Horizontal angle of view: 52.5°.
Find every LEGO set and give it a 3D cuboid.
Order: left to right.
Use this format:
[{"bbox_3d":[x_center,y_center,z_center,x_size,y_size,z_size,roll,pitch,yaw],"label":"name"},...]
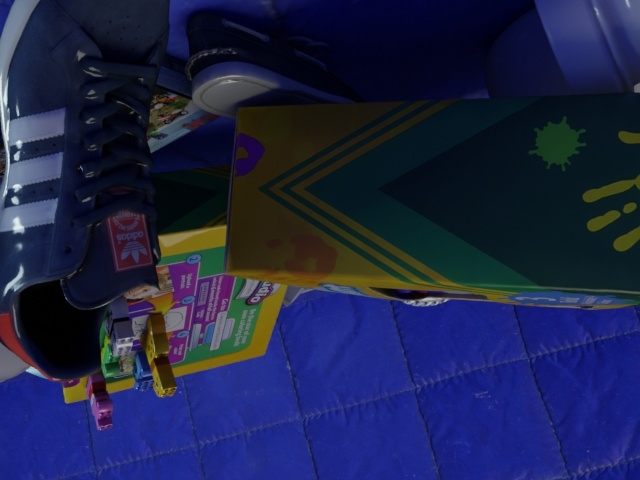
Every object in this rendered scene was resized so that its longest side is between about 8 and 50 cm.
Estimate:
[{"bbox_3d":[-0.233,0.171,0.829,0.087,0.093,0.227,-6,143,-31],"label":"LEGO set"}]

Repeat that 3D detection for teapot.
[{"bbox_3d":[0.323,-0.169,0.757,0.253,0.186,0.256,-21,169,34],"label":"teapot"}]

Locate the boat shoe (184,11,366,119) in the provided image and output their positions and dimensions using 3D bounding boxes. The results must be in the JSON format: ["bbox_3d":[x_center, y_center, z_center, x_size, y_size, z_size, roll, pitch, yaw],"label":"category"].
[{"bbox_3d":[-0.032,-0.155,0.648,0.095,0.079,0.255,-21,165,38],"label":"boat shoe"}]

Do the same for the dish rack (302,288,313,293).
[{"bbox_3d":[-0.140,0.098,1.323,0.286,0.072,0.333,-21,171,34],"label":"dish rack"}]

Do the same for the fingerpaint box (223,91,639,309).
[{"bbox_3d":[0.160,-0.011,0.716,0.372,0.163,0.445,2,174,17],"label":"fingerpaint box"}]

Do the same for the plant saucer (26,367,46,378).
[{"bbox_3d":[-0.554,0.148,1.140,0.318,0.043,0.317,17,146,12],"label":"plant saucer"}]

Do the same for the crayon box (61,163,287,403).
[{"bbox_3d":[-0.203,0.063,0.888,0.313,0.106,0.362,-11,145,-26],"label":"crayon box"}]

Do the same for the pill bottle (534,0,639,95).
[{"bbox_3d":[0.343,-0.229,0.490,0.334,0.187,0.188,-21,167,28],"label":"pill bottle"}]

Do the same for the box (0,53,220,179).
[{"bbox_3d":[-0.234,-0.118,0.655,0.233,0.044,0.159,-21,168,27],"label":"box"}]

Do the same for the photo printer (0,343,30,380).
[{"bbox_3d":[-0.400,0.028,0.643,0.107,0.256,0.307,-37,172,-7],"label":"photo printer"}]

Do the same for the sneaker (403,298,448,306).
[{"bbox_3d":[0.186,0.070,1.428,0.292,0.109,0.118,10,150,-16],"label":"sneaker"}]

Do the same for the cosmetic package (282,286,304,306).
[{"bbox_3d":[0.000,0.000,1.089,0.239,0.060,0.099,-51,177,-11],"label":"cosmetic package"}]

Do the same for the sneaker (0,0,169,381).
[{"bbox_3d":[-0.167,-0.041,0.494,0.131,0.148,0.349,-12,135,-51],"label":"sneaker"}]
